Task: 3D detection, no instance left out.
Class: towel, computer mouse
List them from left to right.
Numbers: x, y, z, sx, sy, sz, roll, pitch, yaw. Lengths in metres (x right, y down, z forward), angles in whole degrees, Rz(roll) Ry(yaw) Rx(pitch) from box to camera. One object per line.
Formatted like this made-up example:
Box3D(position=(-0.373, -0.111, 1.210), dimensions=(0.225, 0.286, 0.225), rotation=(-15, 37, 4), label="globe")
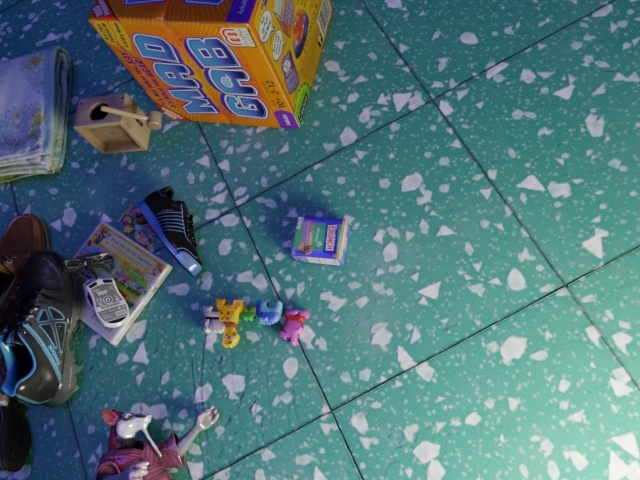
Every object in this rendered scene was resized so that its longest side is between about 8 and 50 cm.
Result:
Box3D(position=(-0.813, -0.317, 1.597), dimensions=(0.320, 0.090, 0.375), rotation=(-10, 65, 9), label="towel")
Box3D(position=(-0.470, 0.111, 1.313), dimensions=(0.106, 0.042, 0.193), rotation=(-14, 62, -35), label="computer mouse")

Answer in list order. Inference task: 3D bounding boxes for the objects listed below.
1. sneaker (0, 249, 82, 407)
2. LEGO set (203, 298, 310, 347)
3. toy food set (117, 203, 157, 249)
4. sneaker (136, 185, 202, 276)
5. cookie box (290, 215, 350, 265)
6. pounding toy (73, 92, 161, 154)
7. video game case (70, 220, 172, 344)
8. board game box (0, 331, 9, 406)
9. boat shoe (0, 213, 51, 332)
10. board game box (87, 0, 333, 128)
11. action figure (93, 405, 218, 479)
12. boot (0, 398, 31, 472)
Box3D(position=(-0.586, 0.170, 1.284), dimensions=(0.125, 0.139, 0.341), rotation=(-19, 69, 17), label="sneaker")
Box3D(position=(-0.146, 0.172, 1.220), dimensions=(0.227, 0.087, 0.093), rotation=(0, 68, 16), label="LEGO set")
Box3D(position=(-0.415, -0.040, 1.415), dimensions=(0.122, 0.019, 0.078), rotation=(30, 78, 24), label="toy food set")
Box3D(position=(-0.311, -0.026, 1.349), dimensions=(0.090, 0.081, 0.232), rotation=(-36, 67, -11), label="sneaker")
Box3D(position=(0.000, 0.000, 1.280), dimensions=(0.107, 0.040, 0.092), rotation=(5, 68, 15), label="cookie box")
Box3D(position=(-0.463, -0.295, 1.445), dimensions=(0.206, 0.181, 0.094), rotation=(-4, 67, 13), label="pounding toy")
Box3D(position=(-0.472, 0.089, 1.373), dimensions=(0.227, 0.026, 0.206), rotation=(29, 77, 24), label="video game case")
Box3D(position=(-0.810, 0.253, 1.242), dimensions=(0.291, 0.232, 0.141), rotation=(-14, 56, 20), label="board game box")
Box3D(position=(-0.698, 0.069, 1.392), dimensions=(0.110, 0.104, 0.307), rotation=(-4, 67, 9), label="boat shoe")
Box3D(position=(-0.213, -0.505, 1.372), dimensions=(0.356, 0.356, 0.357), rotation=(8, 70, 17), label="board game box")
Box3D(position=(-0.302, 0.465, 1.111), dimensions=(0.276, 0.248, 0.370), rotation=(-50, 63, 21), label="action figure")
Box3D(position=(-0.681, 0.404, 1.275), dimensions=(0.137, 0.077, 0.198), rotation=(-27, 51, 7), label="boot")
